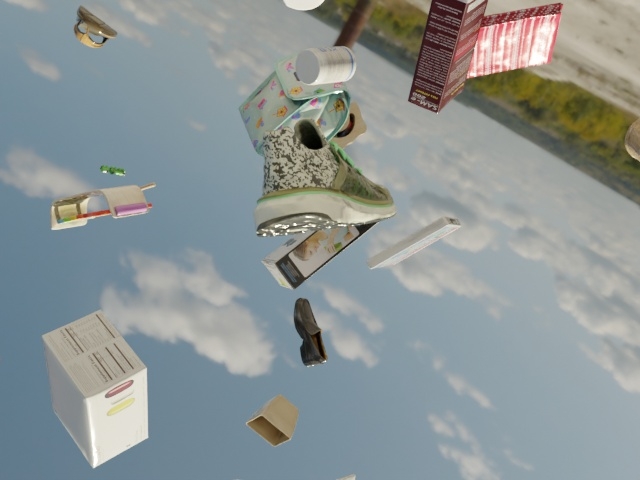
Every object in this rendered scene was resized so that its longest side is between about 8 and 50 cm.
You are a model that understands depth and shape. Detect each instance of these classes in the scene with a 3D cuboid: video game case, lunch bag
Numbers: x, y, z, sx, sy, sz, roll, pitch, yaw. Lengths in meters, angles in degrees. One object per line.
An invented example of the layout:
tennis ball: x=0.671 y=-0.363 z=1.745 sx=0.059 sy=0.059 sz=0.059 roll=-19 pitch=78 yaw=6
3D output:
video game case: x=0.228 y=0.005 z=1.919 sx=0.025 sy=0.204 sz=0.285 roll=61 pitch=-166 yaw=8
lunch bag: x=-0.054 y=-0.325 z=1.947 sx=0.160 sy=0.262 sz=0.223 roll=33 pitch=-158 yaw=-36

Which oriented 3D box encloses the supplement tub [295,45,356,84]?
supplement tub: x=0.012 y=-0.343 z=1.581 sx=0.107 sy=0.071 sz=0.071 roll=-17 pitch=-135 yaw=-45

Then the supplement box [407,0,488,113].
supplement box: x=0.247 y=-0.379 z=1.543 sx=0.073 sy=0.239 sz=0.130 roll=26 pitch=-140 yaw=19

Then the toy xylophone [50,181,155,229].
toy xylophone: x=-0.579 y=-0.095 z=2.185 sx=0.236 sy=0.081 sz=0.322 roll=-13 pitch=-175 yaw=-41

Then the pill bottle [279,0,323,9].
pill bottle: x=0.002 y=-0.417 z=1.099 sx=0.124 sy=0.124 sz=0.221 roll=29 pitch=-124 yaw=-6

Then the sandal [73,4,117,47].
sandal: x=-0.466 y=-0.423 z=1.625 sx=0.090 sy=0.060 sz=0.219 roll=34 pitch=179 yaw=-27

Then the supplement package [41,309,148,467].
supplement package: x=-0.498 y=0.331 z=1.800 sx=0.145 sy=0.262 sz=0.204 roll=-25 pitch=-128 yaw=-32

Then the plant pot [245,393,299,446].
plant pot: x=-0.124 y=0.496 z=2.263 sx=0.109 sy=0.109 sz=0.096 roll=41 pitch=-127 yaw=-7

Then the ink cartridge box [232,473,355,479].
ink cartridge box: x=-0.124 y=0.590 z=1.515 sx=0.385 sy=0.308 sz=0.091 roll=-2 pitch=-161 yaw=-42

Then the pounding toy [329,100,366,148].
pounding toy: x=-0.003 y=-0.313 z=2.407 sx=0.269 sy=0.155 sz=0.154 roll=-39 pitch=-87 yaw=-37

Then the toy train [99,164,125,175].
toy train: x=-0.594 y=-0.200 z=2.313 sx=0.083 sy=0.017 sz=0.024 roll=8 pitch=-137 yaw=-48

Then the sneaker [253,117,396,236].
sneaker: x=0.016 y=-0.110 z=1.314 sx=0.158 sy=0.182 sz=0.410 roll=-7 pitch=-179 yaw=20

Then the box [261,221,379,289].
box: x=0.000 y=0.000 z=2.057 sx=0.087 sy=0.290 sz=0.169 roll=54 pitch=167 yaw=-10

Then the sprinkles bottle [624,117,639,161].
sprinkles bottle: x=0.826 y=-0.179 z=1.856 sx=0.121 sy=0.121 sz=0.355 roll=26 pitch=-158 yaw=-17

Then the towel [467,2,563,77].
towel: x=0.379 y=-0.421 z=1.757 sx=0.199 sy=0.274 sz=0.031 roll=75 pitch=-175 yaw=-65

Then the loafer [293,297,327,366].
loafer: x=-0.020 y=0.220 z=1.965 sx=0.061 sy=0.170 sz=0.062 roll=-14 pitch=180 yaw=37
